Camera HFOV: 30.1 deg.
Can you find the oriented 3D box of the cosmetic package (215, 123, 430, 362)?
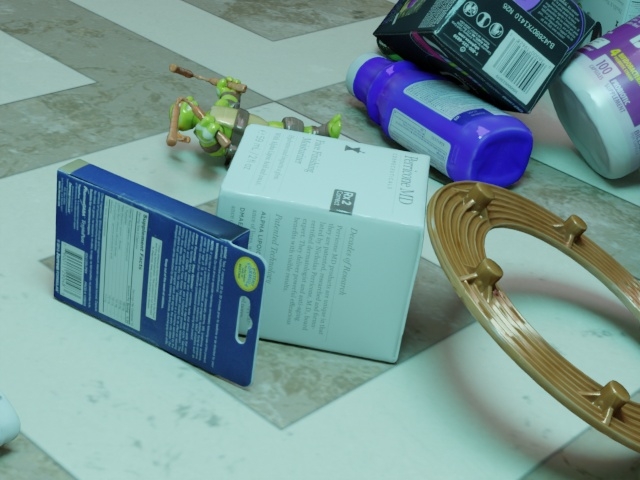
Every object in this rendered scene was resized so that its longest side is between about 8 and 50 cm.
[{"bbox_3d":[0.000,0.000,1.119,0.184,0.151,0.151,10,30,2],"label":"cosmetic package"}]

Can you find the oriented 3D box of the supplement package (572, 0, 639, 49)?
[{"bbox_3d":[0.451,-0.291,1.718,0.149,0.203,0.194,1,29,-12],"label":"supplement package"}]

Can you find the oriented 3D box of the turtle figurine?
[{"bbox_3d":[-0.088,-0.122,1.386,0.217,0.087,0.269,14,20,-5],"label":"turtle figurine"}]

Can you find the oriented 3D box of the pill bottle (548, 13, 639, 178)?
[{"bbox_3d":[0.453,-0.217,1.492,0.301,0.169,0.169,-30,35,-1],"label":"pill bottle"}]

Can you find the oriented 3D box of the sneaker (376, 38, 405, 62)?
[{"bbox_3d":[0.219,-0.378,1.737,0.146,0.343,0.134,43,31,-30],"label":"sneaker"}]

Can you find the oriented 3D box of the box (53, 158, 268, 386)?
[{"bbox_3d":[-0.138,0.029,1.047,0.225,0.136,0.036,23,32,24],"label":"box"}]

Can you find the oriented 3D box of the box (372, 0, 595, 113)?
[{"bbox_3d":[0.202,-0.271,1.534,0.165,0.143,0.270,37,0,-15],"label":"box"}]

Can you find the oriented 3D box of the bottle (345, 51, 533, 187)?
[{"bbox_3d":[0.138,-0.158,1.506,0.118,0.092,0.283,-7,32,-37],"label":"bottle"}]

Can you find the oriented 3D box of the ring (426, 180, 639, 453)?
[{"bbox_3d":[0.237,0.058,1.058,0.337,0.032,0.336,30,28,-18],"label":"ring"}]

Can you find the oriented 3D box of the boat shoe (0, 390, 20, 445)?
[{"bbox_3d":[-0.321,0.100,0.946,0.076,0.083,0.226,-6,41,-47],"label":"boat shoe"}]
